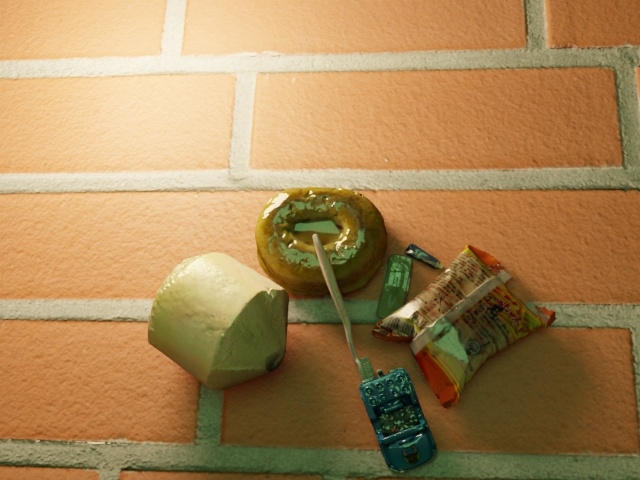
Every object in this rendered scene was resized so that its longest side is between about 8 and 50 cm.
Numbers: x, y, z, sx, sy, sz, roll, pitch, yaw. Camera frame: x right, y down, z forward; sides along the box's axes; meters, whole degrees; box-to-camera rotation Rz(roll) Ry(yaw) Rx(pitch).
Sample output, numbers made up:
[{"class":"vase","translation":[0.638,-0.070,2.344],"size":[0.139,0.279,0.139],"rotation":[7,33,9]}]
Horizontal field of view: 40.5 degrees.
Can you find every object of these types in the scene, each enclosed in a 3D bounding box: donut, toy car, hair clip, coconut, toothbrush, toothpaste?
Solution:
[{"class":"donut","translation":[0.000,0.000,1.693],"size":[0.261,0.128,0.209],"rotation":[-4,70,5]},{"class":"toy car","translation":[0.139,0.322,1.554],"size":[0.097,0.100,0.191],"rotation":[-21,84,1]},{"class":"hair clip","translation":[0.146,0.094,1.697],"size":[0.054,0.022,0.137],"rotation":[9,70,10]},{"class":"coconut","translation":[-0.171,0.157,1.596],"size":[0.244,0.239,0.239],"rotation":[29,74,16]},{"class":"toothbrush","translation":[0.044,0.129,1.615],"size":[0.029,0.025,0.307],"rotation":[-22,101,-12]},{"class":"toothpaste","translation":[0.207,0.034,1.716],"size":[0.083,0.019,0.027],"rotation":[31,99,17]}]

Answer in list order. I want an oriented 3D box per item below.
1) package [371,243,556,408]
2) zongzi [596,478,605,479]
[{"class":"package","translation":[0.270,0.152,1.618],"size":[0.288,0.108,0.223],"rotation":[-40,72,-12]},{"class":"zongzi","translation":[0.513,0.479,1.496],"size":[0.119,0.055,0.109],"rotation":[21,70,1]}]
